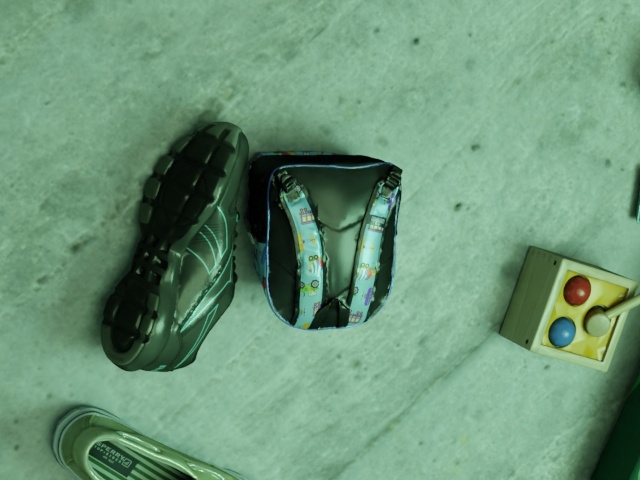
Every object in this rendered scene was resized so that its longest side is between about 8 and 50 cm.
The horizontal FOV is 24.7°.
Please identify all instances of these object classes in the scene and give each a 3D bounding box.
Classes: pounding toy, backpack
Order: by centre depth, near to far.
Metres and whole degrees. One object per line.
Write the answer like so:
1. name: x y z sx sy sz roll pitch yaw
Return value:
1. backpack: 0.000 0.000 1.502 0.158 0.117 0.173 -3 102 -23
2. pounding toy: 0.305 0.076 1.658 0.141 0.100 0.130 17 95 -25

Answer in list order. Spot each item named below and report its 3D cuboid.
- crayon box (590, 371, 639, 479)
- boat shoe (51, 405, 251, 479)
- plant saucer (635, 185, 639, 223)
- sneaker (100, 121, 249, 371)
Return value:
1. crayon box: 0.554 0.225 1.741 0.363 0.106 0.313 20 101 -13
2. boat shoe: -0.146 0.274 1.513 0.302 0.094 0.109 32 88 -26
3. plant saucer: 0.458 -0.050 1.742 0.192 0.018 0.067 2 101 -24
4. sneaker: -0.132 0.009 1.476 0.106 0.101 0.267 23 92 -48
